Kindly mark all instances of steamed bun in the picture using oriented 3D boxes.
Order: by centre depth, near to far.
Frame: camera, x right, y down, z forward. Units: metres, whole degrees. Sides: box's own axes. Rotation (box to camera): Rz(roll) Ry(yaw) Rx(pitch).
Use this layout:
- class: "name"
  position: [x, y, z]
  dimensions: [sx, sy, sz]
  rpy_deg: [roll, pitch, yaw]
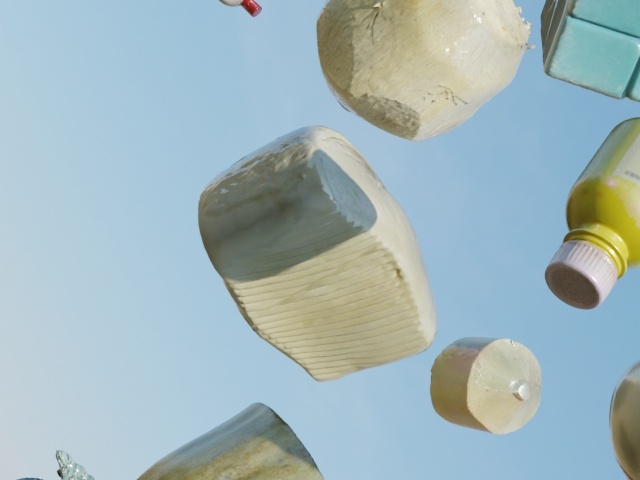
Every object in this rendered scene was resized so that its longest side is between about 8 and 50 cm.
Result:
- class: "steamed bun"
  position: [0.398, 0.228, 1.754]
  dimensions: [0.232, 0.145, 0.232]
  rpy_deg: [30, 10, -6]
- class: "steamed bun"
  position: [0.001, -0.001, 2.257]
  dimensions: [0.383, 0.247, 0.236]
  rpy_deg: [50, 24, -43]

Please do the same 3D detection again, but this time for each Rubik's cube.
- class: "Rubik's cube"
  position: [0.466, -0.333, 2.062]
  dimensions: [0.319, 0.316, 0.321]
  rpy_deg: [-74, -177, -70]

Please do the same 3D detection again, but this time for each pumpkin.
- class: "pumpkin"
  position: [-0.108, 0.383, 2.063]
  dimensions: [0.332, 0.199, 0.332]
  rpy_deg: [44, -39, 52]

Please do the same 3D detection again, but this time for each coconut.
- class: "coconut"
  position: [0.253, 0.216, 2.509]
  dimensions: [0.153, 0.147, 0.147]
  rpy_deg: [0, -62, 53]
- class: "coconut"
  position: [0.157, -0.349, 2.892]
  dimensions: [0.360, 0.346, 0.346]
  rpy_deg: [-31, -93, 30]

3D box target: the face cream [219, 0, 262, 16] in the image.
- class: "face cream"
  position: [-0.088, -0.247, 1.618]
  dimensions: [0.083, 0.040, 0.021]
  rpy_deg: [45, -29, 15]

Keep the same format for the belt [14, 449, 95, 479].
- class: "belt"
  position: [-0.241, 0.281, 1.718]
  dimensions: [0.179, 0.100, 0.065]
  rpy_deg: [35, 29, -48]

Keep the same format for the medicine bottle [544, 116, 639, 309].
- class: "medicine bottle"
  position: [0.315, -0.022, 1.773]
  dimensions: [0.122, 0.212, 0.122]
  rpy_deg: [27, -33, 19]
